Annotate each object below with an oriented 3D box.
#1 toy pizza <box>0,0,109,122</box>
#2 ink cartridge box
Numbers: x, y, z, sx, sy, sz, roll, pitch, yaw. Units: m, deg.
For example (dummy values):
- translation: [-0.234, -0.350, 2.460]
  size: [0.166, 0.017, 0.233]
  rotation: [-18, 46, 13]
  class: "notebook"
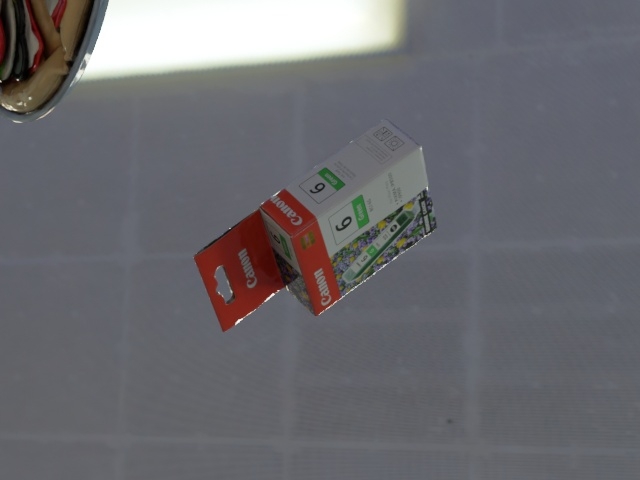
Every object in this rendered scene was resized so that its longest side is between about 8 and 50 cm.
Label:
- translation: [-0.155, -0.159, 0.764]
  size: [0.201, 0.032, 0.201]
  rotation: [4, -85, 57]
  class: "toy pizza"
- translation: [0.000, 0.000, 0.721]
  size: [0.115, 0.063, 0.029]
  rotation: [-36, -128, -16]
  class: "ink cartridge box"
